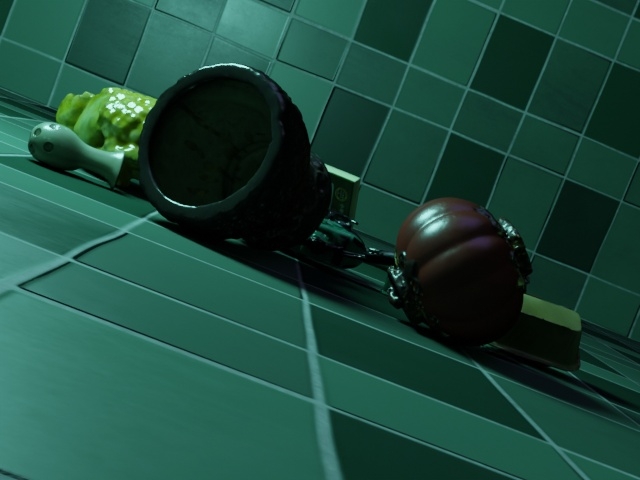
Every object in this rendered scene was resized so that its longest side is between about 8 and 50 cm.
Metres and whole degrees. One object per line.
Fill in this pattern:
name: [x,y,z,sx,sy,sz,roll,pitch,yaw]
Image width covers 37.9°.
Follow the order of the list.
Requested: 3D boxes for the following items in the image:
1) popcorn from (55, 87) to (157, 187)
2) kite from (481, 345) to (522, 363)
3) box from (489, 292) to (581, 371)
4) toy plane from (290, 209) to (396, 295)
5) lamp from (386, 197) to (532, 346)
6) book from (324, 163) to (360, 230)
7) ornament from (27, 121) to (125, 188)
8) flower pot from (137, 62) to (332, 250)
popcorn: [-0.348,-0.194,1.761,0.225,0.174,0.286,0,15,-46]
kite: [0.273,0.174,1.444,0.090,0.004,0.122,25,2,16]
box: [0.341,0.150,1.508,0.177,0.111,0.111,20,4,2]
toy plane: [0.036,0.016,1.677,0.381,0.106,0.155,23,10,5]
lamp: [0.197,0.049,1.367,0.226,0.227,0.227,22,4,-2]
book: [-0.053,-0.078,1.821,0.264,0.202,0.027,23,36,22]
ornament: [-0.413,-0.145,1.568,0.156,0.075,0.081,19,-22,-21]
flower pot: [-0.115,-0.110,1.484,0.266,0.267,0.267,24,-5,28]
